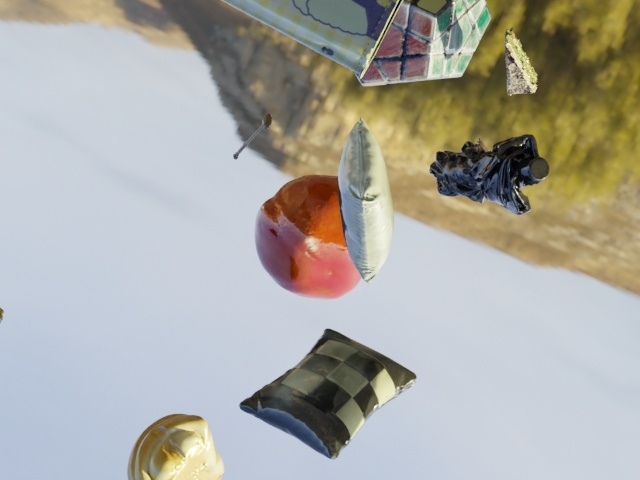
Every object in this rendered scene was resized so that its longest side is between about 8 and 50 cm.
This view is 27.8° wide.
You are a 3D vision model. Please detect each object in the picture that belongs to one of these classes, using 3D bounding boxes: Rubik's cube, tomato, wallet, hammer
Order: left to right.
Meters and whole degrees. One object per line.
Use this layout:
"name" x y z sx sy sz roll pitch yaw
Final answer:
"hammer" -0.106 -0.157 1.986 0.014 0.029 0.123 25 145 -19
"wallet" -0.033 -0.376 1.679 0.309 0.223 0.077 28 173 0
"tomato" -0.004 0.000 2.421 0.260 0.260 0.180 18 -149 -31
"Rubik's cube" 0.143 -0.413 2.299 0.319 0.264 0.319 58 -175 -9

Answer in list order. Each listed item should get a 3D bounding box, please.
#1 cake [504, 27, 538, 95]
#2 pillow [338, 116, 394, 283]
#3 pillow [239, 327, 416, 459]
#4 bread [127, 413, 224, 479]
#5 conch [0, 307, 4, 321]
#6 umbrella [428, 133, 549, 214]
"cake" 0.337 -0.301 2.183 0.055 0.051 0.140 6 150 16
"pillow" 0.067 -0.056 1.947 0.078 0.144 0.254 -9 150 -2
"pillow" 0.014 0.243 2.059 0.186 0.106 0.250 27 -139 26
"bread" -0.269 0.419 2.364 0.121 0.173 0.311 35 159 18
"conch" -0.712 0.118 2.244 0.291 0.159 0.210 31 161 -22
"umbrella" 0.287 -0.111 2.132 0.110 0.122 0.272 27 171 -25
